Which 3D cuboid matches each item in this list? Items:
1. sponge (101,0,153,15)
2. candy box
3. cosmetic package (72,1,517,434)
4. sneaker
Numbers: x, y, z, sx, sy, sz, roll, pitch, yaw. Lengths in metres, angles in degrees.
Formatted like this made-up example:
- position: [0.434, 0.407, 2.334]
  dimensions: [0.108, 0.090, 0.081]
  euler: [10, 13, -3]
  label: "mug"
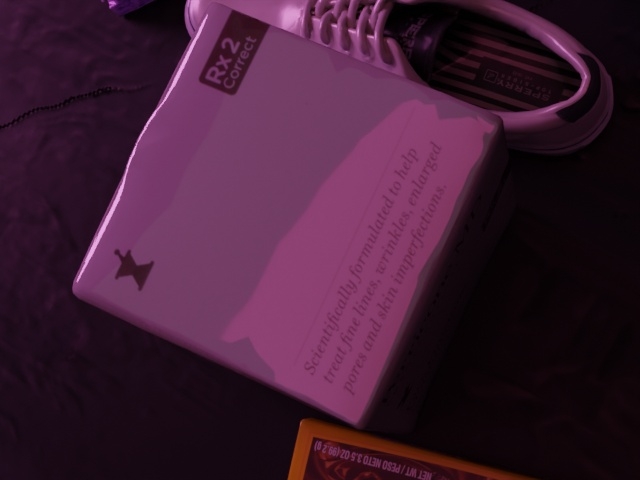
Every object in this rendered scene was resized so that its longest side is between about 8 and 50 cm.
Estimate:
- position: [-0.055, -0.235, 0.711]
  dimensions: [0.210, 0.031, 0.117]
  euler: [-22, 77, 7]
  label: "sponge"
- position: [0.077, 0.172, 0.616]
  dimensions: [0.206, 0.027, 0.105]
  euler: [12, 87, 13]
  label: "candy box"
- position: [0.000, 0.000, 0.580]
  dimensions: [0.151, 0.183, 0.151]
  euler: [24, 86, 14]
  label: "cosmetic package"
- position: [0.039, -0.118, 0.640]
  dimensions: [0.258, 0.091, 0.094]
  euler: [15, 83, 13]
  label: "sneaker"
